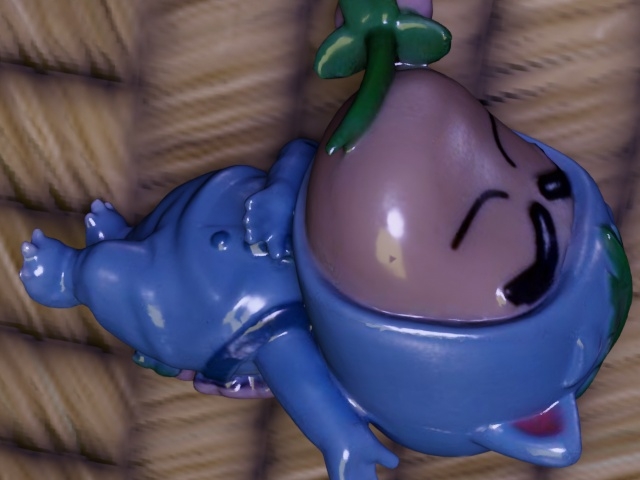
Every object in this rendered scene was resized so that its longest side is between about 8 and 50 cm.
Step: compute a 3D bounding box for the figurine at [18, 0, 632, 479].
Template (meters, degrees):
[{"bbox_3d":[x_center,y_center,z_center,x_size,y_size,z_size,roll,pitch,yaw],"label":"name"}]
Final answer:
[{"bbox_3d":[0.001,-0.005,0.526,0.178,0.114,0.145,3,120,18],"label":"figurine"}]
